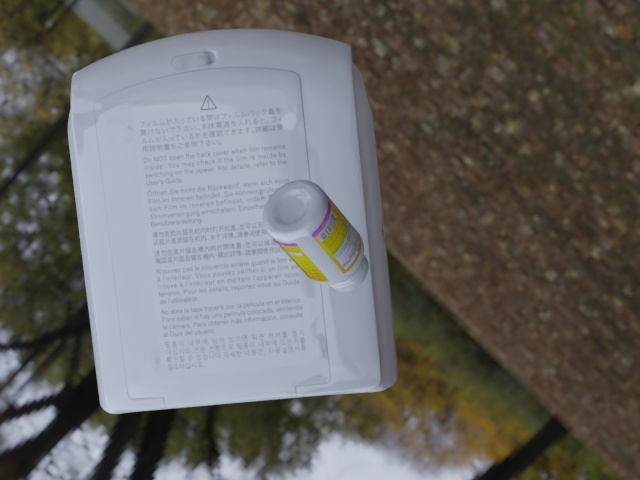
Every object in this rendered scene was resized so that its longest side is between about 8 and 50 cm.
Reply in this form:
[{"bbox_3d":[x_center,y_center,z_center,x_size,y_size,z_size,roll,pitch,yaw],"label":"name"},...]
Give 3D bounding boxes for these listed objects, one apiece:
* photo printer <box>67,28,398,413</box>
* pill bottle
[{"bbox_3d":[-0.075,-0.020,1.262,0.107,0.256,0.307,-64,-32,-82],"label":"photo printer"},{"bbox_3d":[0.000,0.000,0.957,0.043,0.043,0.083,49,180,41],"label":"pill bottle"}]
